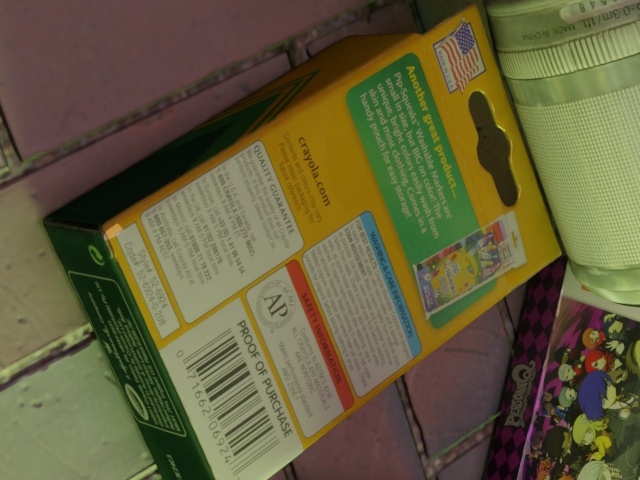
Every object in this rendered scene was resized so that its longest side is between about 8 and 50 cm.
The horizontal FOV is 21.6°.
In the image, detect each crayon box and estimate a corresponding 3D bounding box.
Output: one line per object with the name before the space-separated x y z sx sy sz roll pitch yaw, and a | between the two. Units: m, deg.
crayon box | 0.000 0.000 1.109 0.323 0.083 0.203 -34 113 -29

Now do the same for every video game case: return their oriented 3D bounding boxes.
video game case | 0.228 0.144 1.318 0.210 0.042 0.232 19 83 -36

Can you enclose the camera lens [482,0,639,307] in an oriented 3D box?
camera lens | 0.246 -0.106 1.164 0.219 0.219 0.274 -30 106 -31
